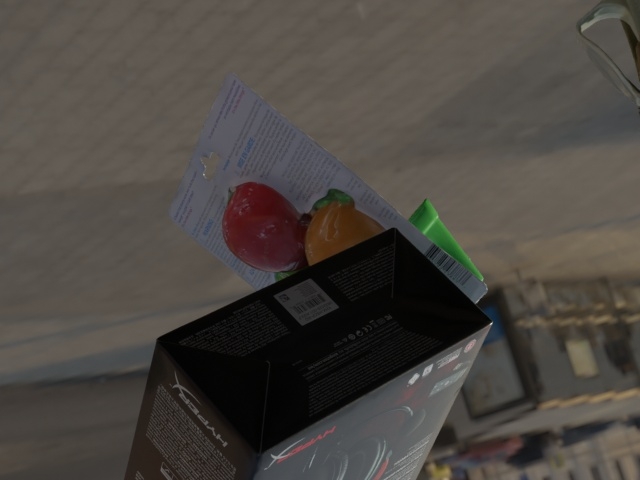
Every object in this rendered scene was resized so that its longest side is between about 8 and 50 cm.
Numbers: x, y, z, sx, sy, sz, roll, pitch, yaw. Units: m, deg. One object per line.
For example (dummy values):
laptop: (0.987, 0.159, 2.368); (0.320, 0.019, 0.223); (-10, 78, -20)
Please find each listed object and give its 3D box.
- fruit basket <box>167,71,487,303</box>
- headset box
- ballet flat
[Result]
fruit basket: (0.000, 0.000, 1.541); (0.165, 0.353, 0.327); (-42, 171, -31)
headset box: (-0.025, 0.158, 0.989); (0.218, 0.110, 0.293); (-24, 148, -37)
ballet flat: (0.209, -0.181, 0.972); (0.086, 0.248, 0.086); (-16, 155, -8)
